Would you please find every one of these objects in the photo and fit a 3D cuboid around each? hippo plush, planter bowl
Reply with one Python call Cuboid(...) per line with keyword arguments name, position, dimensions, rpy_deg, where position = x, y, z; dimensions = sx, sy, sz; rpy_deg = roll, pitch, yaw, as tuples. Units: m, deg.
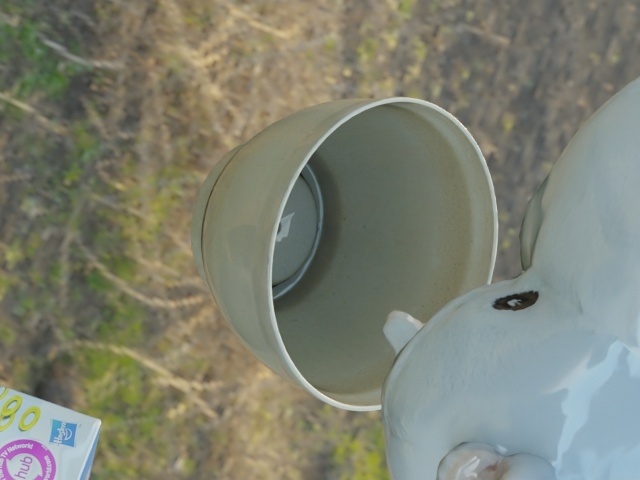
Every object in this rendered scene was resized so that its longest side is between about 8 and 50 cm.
Cuboid(name="hippo plush", position=(0.135, 0.071, 0.585), dimensions=(0.294, 0.236, 0.234), rpy_deg=(-57, -173, 10))
Cuboid(name="planter bowl", position=(0.000, 0.000, 0.911), dimensions=(0.162, 0.109, 0.162), rpy_deg=(-10, 105, -41))

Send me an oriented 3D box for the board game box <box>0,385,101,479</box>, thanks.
Cuboid(name="board game box", position=(-0.325, 0.202, 1.025), dimensions=(0.086, 0.301, 0.308), rpy_deg=(111, -3, -55))
